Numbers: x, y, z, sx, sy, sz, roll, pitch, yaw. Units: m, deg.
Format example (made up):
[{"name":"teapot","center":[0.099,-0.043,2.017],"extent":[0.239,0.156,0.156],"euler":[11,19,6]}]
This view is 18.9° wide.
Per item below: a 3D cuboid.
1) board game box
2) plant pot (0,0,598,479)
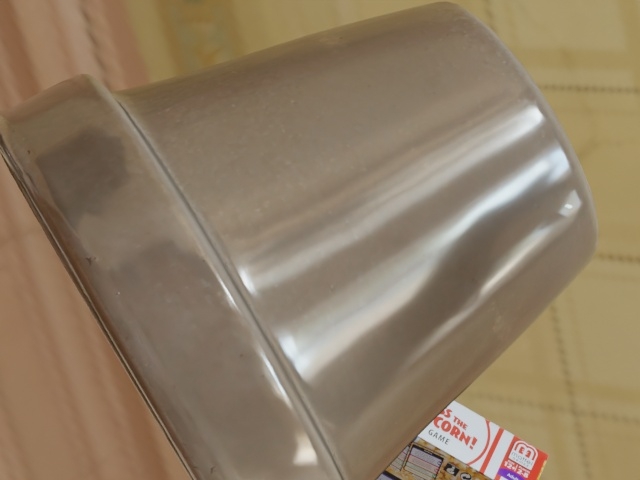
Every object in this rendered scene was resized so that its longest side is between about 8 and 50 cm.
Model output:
[{"name":"board game box","center":[0.048,0.174,1.304],"extent":[0.146,0.045,0.193],"euler":[30,-43,2]},{"name":"plant pot","center":[0.000,0.000,0.931],"extent":[0.263,0.229,0.263],"euler":[57,-8,13]}]
